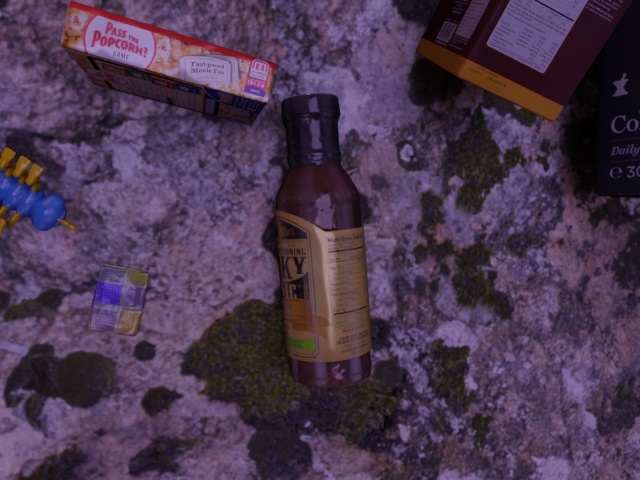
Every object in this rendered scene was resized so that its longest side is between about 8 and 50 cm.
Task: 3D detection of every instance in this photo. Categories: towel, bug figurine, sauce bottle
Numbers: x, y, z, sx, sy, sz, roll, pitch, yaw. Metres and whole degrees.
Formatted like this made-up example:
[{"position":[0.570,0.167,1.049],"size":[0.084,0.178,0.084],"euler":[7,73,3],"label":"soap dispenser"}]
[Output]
[{"position":[-0.245,0.074,0.595],"size":[0.060,0.009,0.083],"euler":[14,90,-14],"label":"towel"},{"position":[-0.409,0.007,0.518],"size":[0.216,0.072,0.279],"euler":[35,89,-7],"label":"bug figurine"},{"position":[0.000,0.000,0.604],"size":[0.111,0.111,0.345],"euler":[-6,93,-14],"label":"sauce bottle"}]

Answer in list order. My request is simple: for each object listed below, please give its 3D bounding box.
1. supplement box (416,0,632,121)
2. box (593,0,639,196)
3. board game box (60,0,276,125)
[{"position":[0.233,-0.274,0.570],"size":[0.129,0.191,0.194],"euler":[20,115,-14],"label":"supplement box"},{"position":[0.606,-0.283,0.523],"size":[0.297,0.480,0.472],"euler":[-1,93,-30],"label":"box"},{"position":[-0.156,-0.180,0.532],"size":[0.193,0.147,0.045],"euler":[12,91,-15],"label":"board game box"}]
